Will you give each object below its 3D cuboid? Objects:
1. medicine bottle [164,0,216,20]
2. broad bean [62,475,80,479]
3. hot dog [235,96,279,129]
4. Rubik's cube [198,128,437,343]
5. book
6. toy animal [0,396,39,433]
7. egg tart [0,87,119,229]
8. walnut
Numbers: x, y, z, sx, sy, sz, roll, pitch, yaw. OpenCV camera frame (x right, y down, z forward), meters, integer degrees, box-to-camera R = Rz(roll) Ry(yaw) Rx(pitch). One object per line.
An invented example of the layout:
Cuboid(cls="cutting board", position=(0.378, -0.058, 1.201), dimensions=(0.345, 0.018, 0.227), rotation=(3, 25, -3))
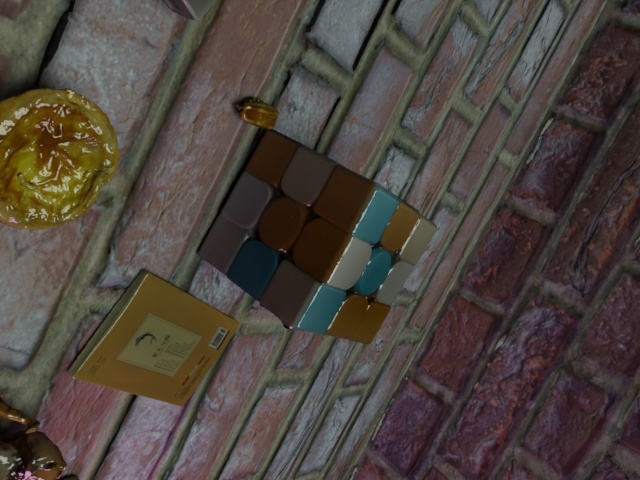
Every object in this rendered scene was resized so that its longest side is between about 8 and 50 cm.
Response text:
Cuboid(cls="medicine bottle", position=(-0.195, -0.480, 0.989), dimensions=(0.188, 0.088, 0.132), rotation=(-52, 146, -10))
Cuboid(cls="broad bean", position=(-0.588, 0.576, 1.372), dimensions=(0.083, 0.045, 0.063), rotation=(-18, 118, -54))
Cuboid(cls="hot dog", position=(-0.135, -0.273, 1.280), dimensions=(0.133, 0.041, 0.056), rotation=(2, 115, -61))
Cuboid(cls="Rubik's cube", position=(0.000, 0.000, 1.388), dimensions=(0.344, 0.347, 0.346), rotation=(-59, 147, 4))
Cuboid(cls="book", position=(-0.365, 0.245, 1.402), dimensions=(0.269, 0.032, 0.389), rotation=(-55, 146, -8))
Cuboid(cls="toy animal", position=(-0.616, 0.306, 1.092), dimensions=(0.114, 0.116, 0.255), rotation=(-28, 147, -2))
Cuboid(cls="egg tart", position=(-0.439, -0.130, 0.945), dimensions=(0.241, 0.106, 0.241), rotation=(-28, 135, -33))
Cuboid(cls="walnut", position=(-0.623, 0.461, 1.151), dimensions=(0.238, 0.141, 0.204), rotation=(-23, 150, -35))
